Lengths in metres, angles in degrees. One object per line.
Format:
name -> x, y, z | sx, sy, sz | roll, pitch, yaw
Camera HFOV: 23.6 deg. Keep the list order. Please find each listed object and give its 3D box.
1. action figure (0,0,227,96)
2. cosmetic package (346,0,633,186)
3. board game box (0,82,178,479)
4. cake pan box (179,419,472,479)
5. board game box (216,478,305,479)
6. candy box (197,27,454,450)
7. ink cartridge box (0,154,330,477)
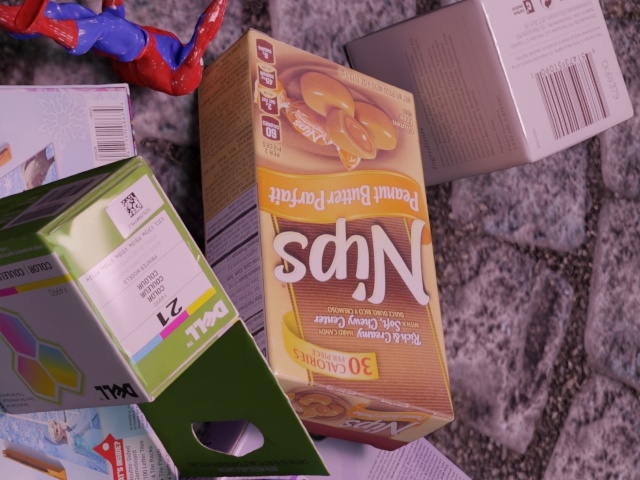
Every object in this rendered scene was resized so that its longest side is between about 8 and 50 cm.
action figure -> -0.149, -0.190, 1.166 | 0.280, 0.091, 0.139 | 21, 88, -67
cosmetic package -> 0.152, -0.147, 1.394 | 0.151, 0.184, 0.151 | -24, 98, -39
board game box -> -0.267, 0.048, 1.101 | 0.318, 0.066, 0.318 | -4, 85, -39
cake pan box -> -0.008, 0.248, 1.272 | 0.246, 0.070, 0.267 | 40, 60, -24
board game box -> 0.003, 0.205, 1.144 | 0.210, 0.160, 0.047 | 10, 76, -36
candy box -> 0.000, 0.000, 1.256 | 0.183, 0.087, 0.316 | 17, 54, -34
ink cartridge box -> -0.135, 0.086, 1.035 | 0.097, 0.189, 0.255 | -42, 109, -37
